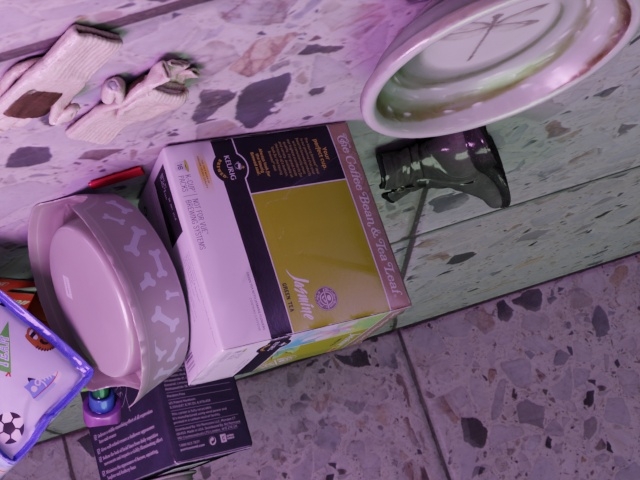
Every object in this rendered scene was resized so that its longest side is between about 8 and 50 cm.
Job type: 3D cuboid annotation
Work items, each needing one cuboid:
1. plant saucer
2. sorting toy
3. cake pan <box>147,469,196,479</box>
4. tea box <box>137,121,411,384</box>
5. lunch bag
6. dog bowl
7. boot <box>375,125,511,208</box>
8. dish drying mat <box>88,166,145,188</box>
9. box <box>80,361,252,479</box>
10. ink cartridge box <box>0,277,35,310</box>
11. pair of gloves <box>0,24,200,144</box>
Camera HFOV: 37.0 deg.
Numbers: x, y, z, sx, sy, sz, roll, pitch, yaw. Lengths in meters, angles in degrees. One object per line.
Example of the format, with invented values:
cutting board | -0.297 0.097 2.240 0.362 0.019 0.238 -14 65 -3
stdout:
plant saucer | 0.233 -0.272 1.305 0.400 0.100 0.400 -16 164 -5
sorting toy | -0.439 0.168 1.708 0.127 0.365 0.126 -14 132 -25
cake pan | -0.408 0.568 2.087 0.293 0.054 0.293 -16 166 -4
tea box | -0.080 0.018 1.522 0.323 0.329 0.220 -10 162 -24
lunch bag | -0.600 0.190 1.553 0.239 0.385 0.328 -53 -173 -37
dog bowl | -0.330 0.084 1.490 0.102 0.349 0.349 -21 169 -35
boot | 0.232 -0.126 1.828 0.223 0.118 0.338 -19 154 14
dish drying mat | -0.313 -0.096 1.468 0.083 0.008 0.032 -18 165 -2
box | -0.360 0.312 2.088 0.212 0.395 0.293 -3 161 -45
ink cartridge box | -0.635 0.156 1.869 0.261 0.066 0.296 -24 163 23
pair of gloves | -0.277 -0.175 1.175 0.204 0.042 0.240 -26 163 26
